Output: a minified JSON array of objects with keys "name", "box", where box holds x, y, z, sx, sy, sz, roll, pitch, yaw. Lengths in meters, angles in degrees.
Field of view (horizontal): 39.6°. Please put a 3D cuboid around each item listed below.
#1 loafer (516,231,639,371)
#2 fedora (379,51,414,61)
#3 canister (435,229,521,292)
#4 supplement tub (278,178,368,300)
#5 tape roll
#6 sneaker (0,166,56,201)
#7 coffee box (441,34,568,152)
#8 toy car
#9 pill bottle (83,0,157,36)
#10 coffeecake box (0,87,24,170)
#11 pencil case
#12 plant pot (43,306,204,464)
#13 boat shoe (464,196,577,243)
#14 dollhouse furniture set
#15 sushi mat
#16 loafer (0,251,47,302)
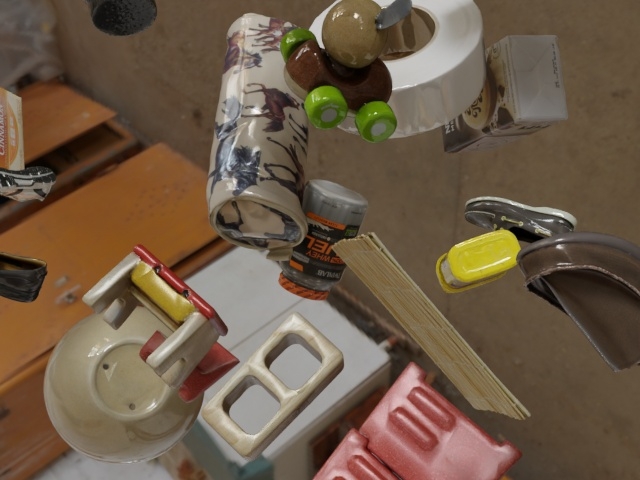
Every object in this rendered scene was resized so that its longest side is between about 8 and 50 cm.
[{"name":"loafer","box":[0.419,0.106,1.196,0.366,0.130,0.134,26,147,-18]},{"name":"fedora","box":[0.135,-0.441,1.749,0.194,0.194,0.079,93,156,-48]},{"name":"canister","box":[0.266,0.036,1.507,0.170,0.126,0.073,78,173,-82]},{"name":"supplement tub","box":[0.000,0.000,1.531,0.117,0.117,0.190,31,108,38]},{"name":"tape roll","box":[0.119,-0.295,1.420,0.286,0.286,0.100,33,155,36]},{"name":"sneaker","box":[-0.381,-0.065,1.091,0.043,0.109,0.040,-58,48,35]},{"name":"coffee box","box":[0.361,-0.290,1.814,0.297,0.119,0.168,158,106,-69]},{"name":"toy car","box":[0.054,-0.248,1.112,0.188,0.149,0.155,-55,40,34]},{"name":"pill bottle","box":[-0.303,-0.413,1.296,0.123,0.123,0.219,120,140,-59]},{"name":"coffeecake box","box":[-0.506,-0.162,1.245,0.068,0.185,0.142,-15,71,21]},{"name":"pencil case","box":[-0.089,-0.175,1.478,0.160,0.410,0.183,-16,145,29]},{"name":"plant pot","box":[-0.326,0.241,1.517,0.284,0.284,0.191,56,161,1]},{"name":"boat shoe","box":[0.381,-0.031,1.742,0.228,0.068,0.081,11,154,32]},{"name":"dollhouse furniture set","box":[-0.015,0.146,0.818,0.374,0.152,0.201,40,166,18]},{"name":"sushi mat","box":[0.139,0.111,1.156,0.316,0.019,0.151,49,166,-9]},{"name":"loafer","box":[-0.447,0.028,1.178,0.061,0.170,0.062,-54,37,27]}]
